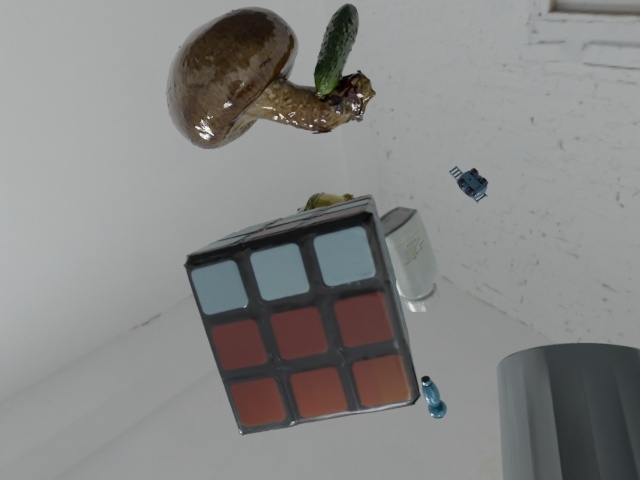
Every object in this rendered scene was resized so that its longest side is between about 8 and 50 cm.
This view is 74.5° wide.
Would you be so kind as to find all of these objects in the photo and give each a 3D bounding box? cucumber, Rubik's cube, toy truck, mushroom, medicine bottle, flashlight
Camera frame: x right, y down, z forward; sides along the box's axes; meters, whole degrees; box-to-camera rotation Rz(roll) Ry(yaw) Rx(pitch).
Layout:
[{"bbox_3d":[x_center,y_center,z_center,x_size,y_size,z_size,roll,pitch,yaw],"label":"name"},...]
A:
[{"bbox_3d":[0.030,-0.380,0.844,0.069,0.069,0.227,8,-110,25],"label":"cucumber"},{"bbox_3d":[-0.007,0.057,0.399,0.163,0.160,0.162,-14,-171,12],"label":"Rubik's cube"},{"bbox_3d":[0.401,-0.167,1.157,0.063,0.074,0.136,-36,-120,8],"label":"toy truck"},{"bbox_3d":[-0.131,-0.304,0.901,0.334,0.356,0.331,-51,-149,-2],"label":"mushroom"},{"bbox_3d":[0.246,0.061,1.186,0.161,0.296,0.111,-39,-152,-20],"label":"medicine bottle"},{"bbox_3d":[0.297,0.414,1.112,0.051,0.129,0.051,-21,-158,9],"label":"flashlight"}]

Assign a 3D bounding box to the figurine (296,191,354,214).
[{"bbox_3d":[0.000,0.000,1.356,0.231,0.340,0.323,36,-140,1],"label":"figurine"}]

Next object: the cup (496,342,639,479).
[{"bbox_3d":[0.398,0.329,0.526,0.323,0.237,0.327,2,-126,13],"label":"cup"}]
